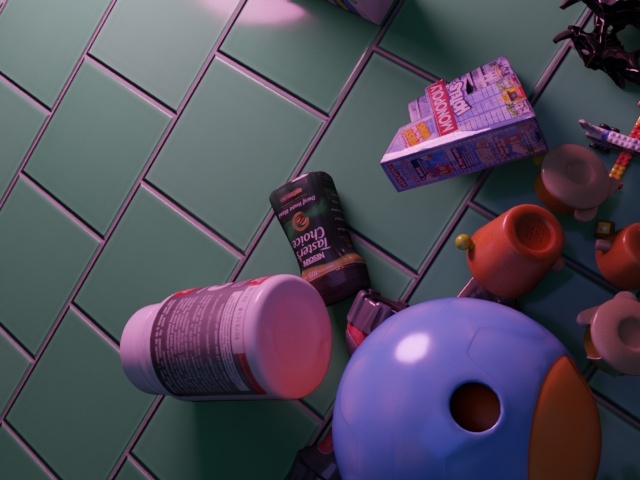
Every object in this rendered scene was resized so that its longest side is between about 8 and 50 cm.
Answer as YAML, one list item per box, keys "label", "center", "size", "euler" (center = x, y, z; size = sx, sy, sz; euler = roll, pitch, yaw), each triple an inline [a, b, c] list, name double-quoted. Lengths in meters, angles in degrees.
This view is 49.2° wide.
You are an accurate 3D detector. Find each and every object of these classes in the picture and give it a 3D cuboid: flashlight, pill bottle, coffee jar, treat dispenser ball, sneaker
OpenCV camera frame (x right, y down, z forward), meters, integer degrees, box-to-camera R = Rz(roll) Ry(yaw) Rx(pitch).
- label: "flashlight"
  center: [0.038, 0.220, 0.948]
  size: [0.103, 0.103, 0.304]
  euler: [23, 98, -13]
- label: "pill bottle"
  center: [-0.139, 0.142, 0.972]
  size: [0.283, 0.161, 0.161]
  euler: [-11, 79, 37]
- label: "coffee jar"
  center: [0.000, 0.000, 1.000]
  size: [0.096, 0.079, 0.184]
  euler: [-27, 74, 19]
- label: "treat dispenser ball"
  center: [0.156, 0.207, 0.771]
  size: [0.288, 0.288, 0.288]
  euler: [-3, 82, 23]
- label: "sneaker"
  center: [0.217, 0.084, 0.902]
  size: [0.071, 0.066, 0.188]
  euler: [36, 98, 22]

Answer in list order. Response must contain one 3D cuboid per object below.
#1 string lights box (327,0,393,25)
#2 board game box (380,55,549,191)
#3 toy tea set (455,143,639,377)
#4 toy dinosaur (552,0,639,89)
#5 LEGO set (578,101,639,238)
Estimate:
- label: "string lights box"
  center: [-0.018, -0.423, 1.034]
  size: [0.260, 0.133, 0.077]
  euler: [33, 97, 24]
- label: "board game box"
  center: [0.170, -0.150, 0.904]
  size: [0.194, 0.060, 0.194]
  euler: [-24, 39, 17]
- label: "toy tea set"
  center: [0.323, 0.057, 0.824]
  size: [0.200, 0.124, 0.336]
  euler: [-35, 77, -22]
- label: "toy dinosaur"
  center: [0.400, -0.324, 0.861]
  size: [0.322, 0.164, 0.218]
  euler: [22, 77, 42]
- label: "LEGO set"
  center: [0.432, -0.094, 0.840]
  size: [0.244, 0.060, 0.182]
  euler: [-24, 71, 21]
